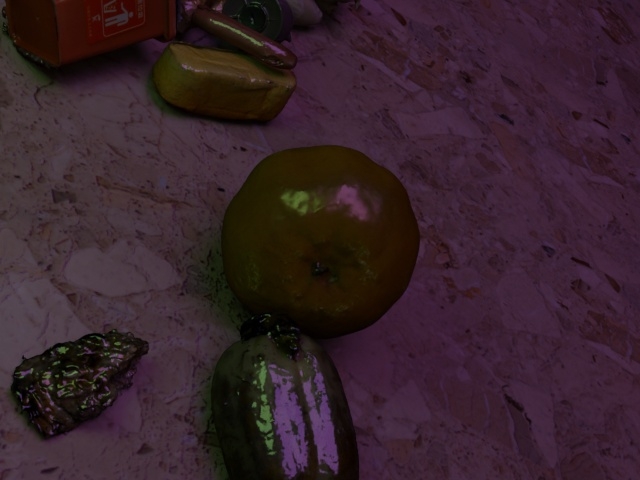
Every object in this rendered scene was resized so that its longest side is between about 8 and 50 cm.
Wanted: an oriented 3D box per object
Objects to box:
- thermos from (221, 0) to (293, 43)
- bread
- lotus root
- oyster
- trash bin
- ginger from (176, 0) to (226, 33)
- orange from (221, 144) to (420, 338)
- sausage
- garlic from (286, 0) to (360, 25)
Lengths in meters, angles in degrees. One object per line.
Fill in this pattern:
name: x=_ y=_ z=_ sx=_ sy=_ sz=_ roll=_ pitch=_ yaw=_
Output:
thermos: x=-0.104 y=-0.396 z=1.556 sx=0.137 sy=0.105 sz=0.193 roll=52 pitch=17 yaw=-4
bread: x=-0.156 y=-0.256 z=1.451 sx=0.246 sy=0.094 sz=0.102 roll=0 pitch=50 yaw=-40
lotus root: x=-0.041 y=0.247 z=1.121 sx=0.173 sy=0.173 sz=0.309 roll=8 pitch=55 yaw=-35
oyster: x=-0.277 y=0.160 z=1.070 sx=0.177 sy=0.056 sz=0.105 roll=-15 pitch=62 yaw=-39
trash bin: x=-0.342 y=-0.362 z=1.323 sx=0.184 sy=0.161 sz=0.239 roll=30 pitch=45 yaw=27
ginger: x=-0.223 y=-0.427 z=1.515 sx=0.216 sy=0.102 sz=0.157 roll=-33 pitch=112 yaw=-54
orange: x=0.000 y=0.000 z=1.256 sx=0.279 sy=0.279 sz=0.235 roll=32 pitch=18 yaw=-16
sausage: x=-0.123 y=-0.325 z=1.452 sx=0.186 sy=0.043 sz=0.043 roll=27 pitch=44 yaw=1
garlic: x=0.008 y=-0.525 z=1.714 sx=0.203 sy=0.185 sz=0.281 roll=51 pitch=42 yaw=-5
